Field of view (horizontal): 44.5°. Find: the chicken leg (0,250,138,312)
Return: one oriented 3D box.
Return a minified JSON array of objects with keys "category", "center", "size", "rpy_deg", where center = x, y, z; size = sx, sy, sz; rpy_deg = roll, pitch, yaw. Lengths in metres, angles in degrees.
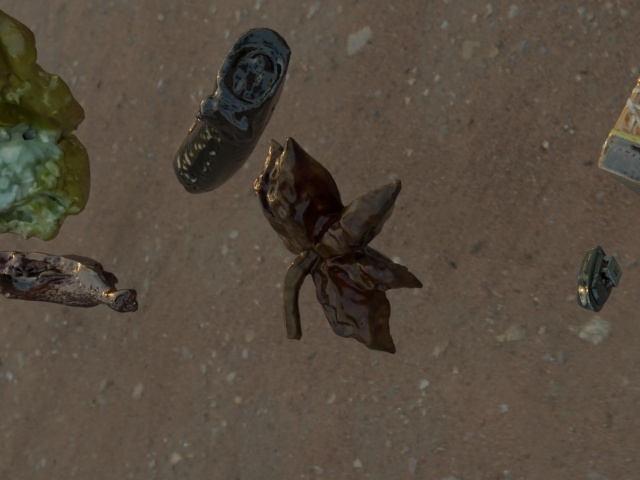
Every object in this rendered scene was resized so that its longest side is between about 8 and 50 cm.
[{"category":"chicken leg","center":[-0.270,0.045,0.821],"size":[0.219,0.089,0.048],"rpy_deg":[10,108,20]}]

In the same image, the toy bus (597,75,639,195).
[{"category":"toy bus","center":[0.510,-0.105,0.996],"size":[0.162,0.323,0.194],"rpy_deg":[33,100,44]}]

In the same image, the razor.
[{"category":"razor","center":[-0.141,-0.194,1.244],"size":[0.189,0.107,0.327],"rpy_deg":[-65,11,-23]}]

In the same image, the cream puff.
[{"category":"cream puff","center":[-0.283,-0.096,0.591],"size":[0.194,0.221,0.195],"rpy_deg":[9,105,35]}]

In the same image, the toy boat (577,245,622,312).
[{"category":"toy boat","center":[0.418,0.064,1.185],"size":[0.060,0.141,0.055],"rpy_deg":[-20,108,36]}]

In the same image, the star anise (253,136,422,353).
[{"category":"star anise","center":[0.004,-0.004,0.719],"size":[0.212,0.111,0.196],"rpy_deg":[59,151,32]}]
